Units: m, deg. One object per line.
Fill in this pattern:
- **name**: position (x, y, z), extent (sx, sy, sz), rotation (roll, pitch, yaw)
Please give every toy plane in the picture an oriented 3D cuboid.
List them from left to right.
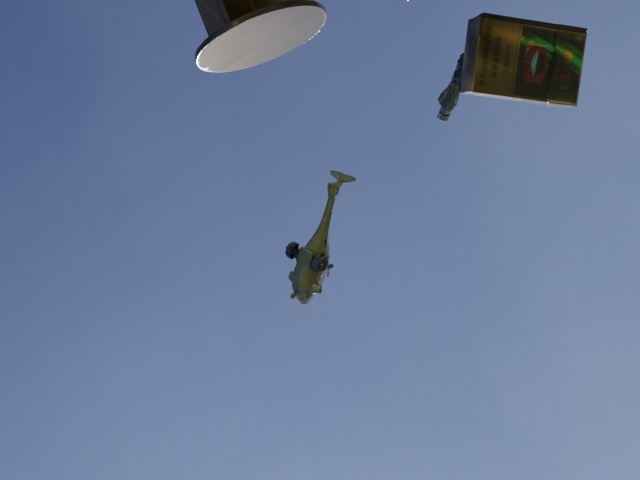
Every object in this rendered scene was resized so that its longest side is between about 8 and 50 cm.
- **toy plane**: position (0.000, 0.000, 1.770), extent (0.108, 0.092, 0.286), rotation (-7, -65, -52)

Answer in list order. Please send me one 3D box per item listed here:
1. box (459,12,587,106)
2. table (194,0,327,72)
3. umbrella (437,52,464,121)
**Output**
- **box**: position (0.411, -0.361, 1.747), extent (0.240, 0.071, 0.159), rotation (4, -86, -15)
- **table**: position (-0.108, -0.341, 1.036), extent (0.167, 0.167, 0.226), rotation (-16, -98, -43)
- **umbrella**: position (0.325, -0.375, 2.110), extent (0.050, 0.188, 0.046), rotation (21, -137, 1)
